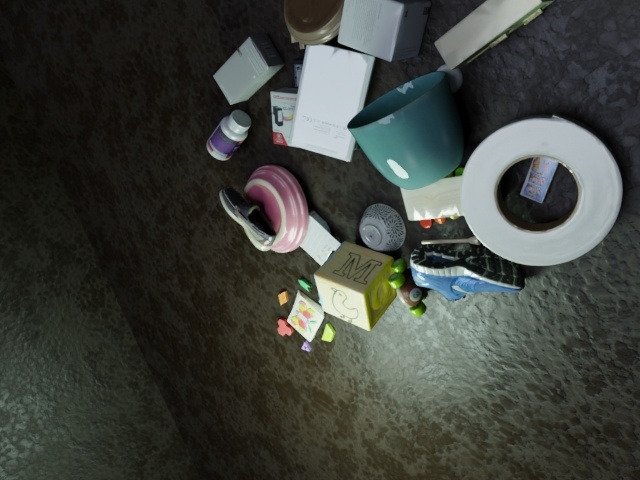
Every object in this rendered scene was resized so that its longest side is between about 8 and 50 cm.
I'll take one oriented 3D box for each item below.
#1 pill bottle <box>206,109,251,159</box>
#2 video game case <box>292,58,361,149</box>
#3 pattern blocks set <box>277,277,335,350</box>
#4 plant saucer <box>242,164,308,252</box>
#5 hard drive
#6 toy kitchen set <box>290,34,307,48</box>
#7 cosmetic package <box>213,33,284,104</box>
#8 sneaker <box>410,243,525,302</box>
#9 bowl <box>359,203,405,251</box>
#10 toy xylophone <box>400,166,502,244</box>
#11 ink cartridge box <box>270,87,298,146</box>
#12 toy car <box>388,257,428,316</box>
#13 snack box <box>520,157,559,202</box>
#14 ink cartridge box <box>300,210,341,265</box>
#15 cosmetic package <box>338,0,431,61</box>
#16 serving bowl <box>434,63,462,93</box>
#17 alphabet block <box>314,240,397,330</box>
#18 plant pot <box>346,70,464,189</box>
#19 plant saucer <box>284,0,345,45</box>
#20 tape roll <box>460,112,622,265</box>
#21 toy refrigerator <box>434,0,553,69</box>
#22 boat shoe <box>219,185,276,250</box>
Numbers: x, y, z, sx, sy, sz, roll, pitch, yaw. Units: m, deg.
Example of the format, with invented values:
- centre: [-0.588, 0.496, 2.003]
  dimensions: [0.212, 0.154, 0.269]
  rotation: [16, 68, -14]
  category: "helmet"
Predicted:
- centre: [-0.334, -0.392, 2.118]
  dimensions: [0.108, 0.108, 0.193]
  rotation: [55, 134, 5]
  category: "pill bottle"
- centre: [0.021, -0.440, 1.846]
  dimensions: [0.248, 0.035, 0.275]
  rotation: [14, 118, 35]
  category: "video game case"
- centre: [-0.061, 0.305, 2.288]
  dimensions: [0.285, 0.026, 0.325]
  rotation: [27, 126, 27]
  category: "pattern blocks set"
- centre: [-0.184, -0.111, 2.116]
  dimensions: [0.332, 0.084, 0.332]
  rotation: [19, 117, 42]
  category: "plant saucer"
- centre: [0.031, -0.424, 1.752]
  dimensions: [0.210, 0.040, 0.319]
  rotation: [18, 114, 11]
  category: "hard drive"
- centre: [-0.043, -0.638, 1.778]
  dimensions: [0.075, 0.068, 0.083]
  rotation: [11, 118, 36]
  category: "toy kitchen set"
- centre: [-0.246, -0.581, 1.955]
  dimensions: [0.238, 0.107, 0.127]
  rotation: [-31, 92, 41]
  category: "cosmetic package"
- centre: [0.428, 0.104, 1.686]
  dimensions: [0.329, 0.130, 0.147]
  rotation: [9, 137, 13]
  category: "sneaker"
- centre: [0.186, -0.028, 1.878]
  dimensions: [0.170, 0.080, 0.170]
  rotation: [19, 123, 32]
  category: "bowl"
- centre: [0.369, -0.106, 1.682]
  dimensions: [0.322, 0.081, 0.236]
  rotation: [5, 114, 38]
  category: "toy xylophone"
- centre: [-0.092, -0.405, 1.882]
  dimensions: [0.127, 0.072, 0.175]
  rotation: [15, 119, 35]
  category: "ink cartridge box"
- centre: [0.334, 0.121, 1.796]
  dimensions: [0.188, 0.149, 0.155]
  rotation: [-28, 111, 28]
  category: "toy car"
- centre: [0.584, -0.188, 1.503]
  dimensions: [0.064, 0.022, 0.178]
  rotation: [28, 126, 26]
  category: "snack box"
- centre: [0.000, 0.000, 2.081]
  dimensions: [0.179, 0.045, 0.145]
  rotation: [41, 132, 11]
  category: "ink cartridge box"
- centre: [0.172, -0.594, 1.560]
  dimensions: [0.183, 0.151, 0.152]
  rotation: [31, 128, 27]
  category: "cosmetic package"
- centre: [0.346, -0.441, 1.575]
  dimensions: [0.083, 0.027, 0.083]
  rotation: [19, 123, 33]
  category: "serving bowl"
- centre: [0.123, 0.147, 1.913]
  dimensions: [0.197, 0.193, 0.193]
  rotation: [19, 141, 33]
  category: "alphabet block"
- centre: [0.254, -0.282, 1.567]
  dimensions: [0.293, 0.293, 0.235]
  rotation: [-12, 117, 43]
  category: "plant pot"
- centre: [-0.007, -0.706, 1.657]
  dimensions: [0.277, 0.041, 0.278]
  rotation: [-5, 82, 38]
  category: "plant saucer"
- centre: [0.556, -0.127, 1.467]
  dimensions: [0.391, 0.072, 0.392]
  rotation: [9, 113, 23]
  category: "tape roll"
- centre: [0.425, -0.534, 1.412]
  dimensions: [0.269, 0.102, 0.094]
  rotation: [-32, 89, 44]
  category: "toy refrigerator"
- centre: [-0.253, -0.095, 2.062]
  dimensions: [0.285, 0.102, 0.092]
  rotation: [53, 130, 13]
  category: "boat shoe"
